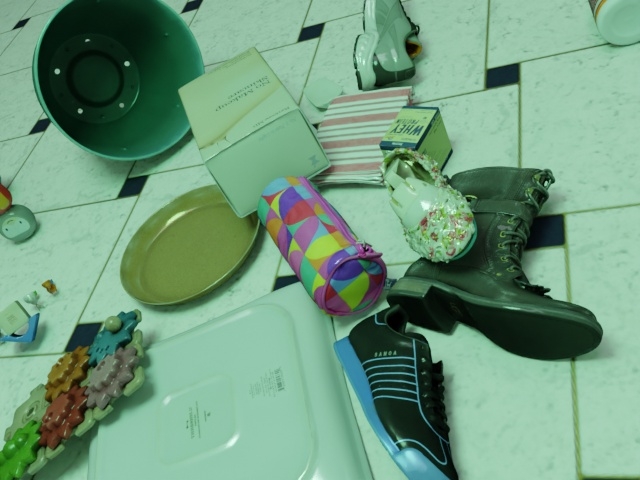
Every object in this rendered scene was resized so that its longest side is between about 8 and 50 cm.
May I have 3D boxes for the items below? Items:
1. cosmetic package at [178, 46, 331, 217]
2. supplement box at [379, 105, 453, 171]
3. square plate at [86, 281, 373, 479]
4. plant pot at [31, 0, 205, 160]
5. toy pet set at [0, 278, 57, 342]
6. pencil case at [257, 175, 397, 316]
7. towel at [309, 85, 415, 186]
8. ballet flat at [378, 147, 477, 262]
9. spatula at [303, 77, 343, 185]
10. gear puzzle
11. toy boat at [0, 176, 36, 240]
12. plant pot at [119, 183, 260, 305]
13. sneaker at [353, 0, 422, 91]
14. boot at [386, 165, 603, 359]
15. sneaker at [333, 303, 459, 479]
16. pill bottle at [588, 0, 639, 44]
[{"bbox_3d":[-0.115,-0.182,1.091,0.160,0.113,0.309,-31,34,0],"label":"cosmetic package"},{"bbox_3d":[0.134,-0.128,0.957,0.056,0.083,0.083,10,55,35],"label":"supplement box"},{"bbox_3d":[-0.133,0.213,0.802,0.344,0.049,0.347,-24,42,8],"label":"square plate"},{"bbox_3d":[-0.394,-0.302,1.288,0.293,0.293,0.235,-45,28,-16],"label":"plant pot"},{"bbox_3d":[-0.457,0.123,1.081,0.122,0.065,0.114,-38,7,-13],"label":"toy pet set"},{"bbox_3d":[0.000,0.000,0.893,0.104,0.104,0.236,-35,40,-6],"label":"pencil case"},{"bbox_3d":[0.058,-0.159,1.061,0.144,0.029,0.197,0,52,29],"label":"towel"},{"bbox_3d":[0.111,-0.048,0.810,0.091,0.077,0.241,-53,17,15],"label":"ballet flat"},{"bbox_3d":[-0.009,-0.181,1.139,0.168,0.019,0.242,-33,42,-5],"label":"spatula"},{"bbox_3d":[-0.363,0.220,0.890,0.339,0.044,0.175,-39,31,8],"label":"gear puzzle"},{"bbox_3d":[-0.676,-0.052,1.312,0.318,0.148,0.267,-4,42,36],"label":"toy boat"},{"bbox_3d":[-0.192,0.009,1.047,0.237,0.032,0.236,-15,45,16],"label":"plant pot"},{"bbox_3d":[0.123,-0.354,1.188,0.108,0.100,0.271,1,52,11],"label":"sneaker"},{"bbox_3d":[0.213,0.002,0.782,0.263,0.091,0.229,11,56,39],"label":"boot"},{"bbox_3d":[0.091,0.155,0.706,0.090,0.081,0.232,-39,40,5],"label":"sneaker"},{"bbox_3d":[0.437,-0.362,1.014,0.086,0.086,0.152,-12,45,19],"label":"pill bottle"}]
